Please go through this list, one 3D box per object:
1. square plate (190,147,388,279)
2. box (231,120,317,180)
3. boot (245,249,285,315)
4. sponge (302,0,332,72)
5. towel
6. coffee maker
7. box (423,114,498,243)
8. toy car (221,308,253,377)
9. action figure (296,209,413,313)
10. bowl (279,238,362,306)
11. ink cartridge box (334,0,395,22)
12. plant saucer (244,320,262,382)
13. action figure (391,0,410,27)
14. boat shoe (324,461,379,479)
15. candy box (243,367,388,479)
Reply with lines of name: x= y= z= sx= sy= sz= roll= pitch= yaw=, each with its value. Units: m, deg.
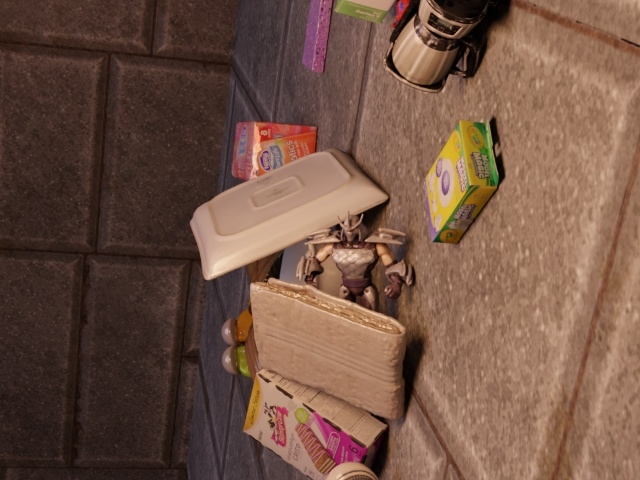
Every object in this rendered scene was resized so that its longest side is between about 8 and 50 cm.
square plate: x=-0.077 y=-0.070 z=1.865 sx=0.344 sy=0.347 sz=0.049 roll=-122 pitch=9 yaw=-67
box: x=-0.117 y=-0.212 z=2.429 sx=0.300 sy=0.154 sz=0.142 roll=-154 pitch=68 yaw=-76
boot: x=-0.100 y=0.017 z=2.241 sx=0.236 sy=0.089 sz=0.269 roll=-46 pitch=27 yaw=22
sponge: x=-0.005 y=-0.495 z=2.293 sx=0.117 sy=0.031 sz=0.210 roll=-120 pitch=36 yaw=-67
towel: x=0.012 y=0.169 z=1.598 sx=0.049 sy=0.282 sz=0.187 roll=-43 pitch=-38 yaw=-42
coffee maker: x=0.164 y=-0.317 z=1.355 sx=0.178 sy=0.120 sz=0.171 roll=122 pitch=150 yaw=-62
box: x=0.190 y=-0.082 z=1.353 sx=0.179 sy=0.043 sz=0.105 roll=118 pitch=152 yaw=-57
toy car: x=-0.159 y=0.269 z=2.555 sx=0.136 sy=0.159 sz=0.182 roll=49 pitch=-148 yaw=-57
action figure: x=0.061 y=0.083 z=1.618 sx=0.099 sy=0.185 sz=0.285 roll=-45 pitch=-45 yaw=-56
bowl: x=0.013 y=0.120 z=1.839 sx=0.298 sy=0.134 sz=0.298 roll=-177 pitch=90 yaw=-76
ink cartridge box: x=0.102 y=-0.483 z=1.666 sx=0.212 sy=0.093 sz=0.154 roll=128 pitch=154 yaw=-69
plant saucer: x=-0.065 y=0.274 z=1.944 sx=0.278 sy=0.041 sz=0.278 roll=55 pitch=-166 yaw=-20
action figure: x=0.135 y=-0.367 z=1.688 sx=0.038 sy=0.030 sz=0.115 roll=143 pitch=132 yaw=-77
boat shoe: x=0.071 y=0.528 z=1.562 sx=0.158 sy=0.127 sz=0.341 roll=-150 pitch=57 yaw=-68
candy box: x=-0.013 y=0.322 z=1.720 sx=0.071 sy=0.233 sz=0.159 roll=-37 pitch=-30 yaw=-45
